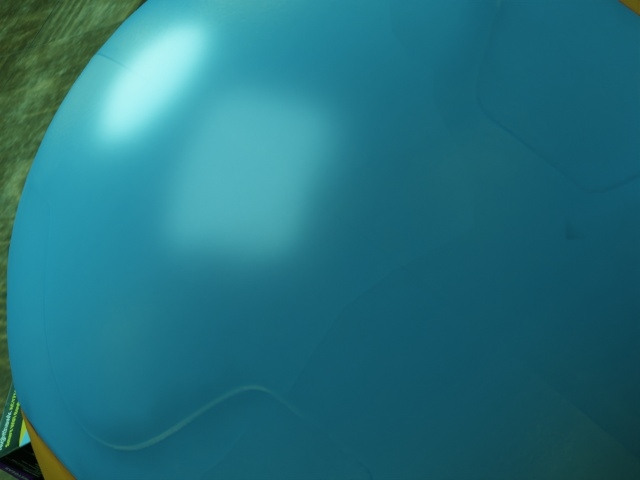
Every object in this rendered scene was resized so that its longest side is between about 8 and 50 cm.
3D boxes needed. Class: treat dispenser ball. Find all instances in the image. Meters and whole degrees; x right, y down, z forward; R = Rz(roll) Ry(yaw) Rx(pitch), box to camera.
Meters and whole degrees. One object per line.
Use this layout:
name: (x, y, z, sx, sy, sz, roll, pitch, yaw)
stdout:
treat dispenser ball: (0.031, 0.024, 0.496, 0.288, 0.288, 0.288, -33, 35, 26)

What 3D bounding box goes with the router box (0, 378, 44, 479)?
router box: (-0.178, 0.086, 1.035, 0.133, 0.046, 0.179, -29, 36, 31)
